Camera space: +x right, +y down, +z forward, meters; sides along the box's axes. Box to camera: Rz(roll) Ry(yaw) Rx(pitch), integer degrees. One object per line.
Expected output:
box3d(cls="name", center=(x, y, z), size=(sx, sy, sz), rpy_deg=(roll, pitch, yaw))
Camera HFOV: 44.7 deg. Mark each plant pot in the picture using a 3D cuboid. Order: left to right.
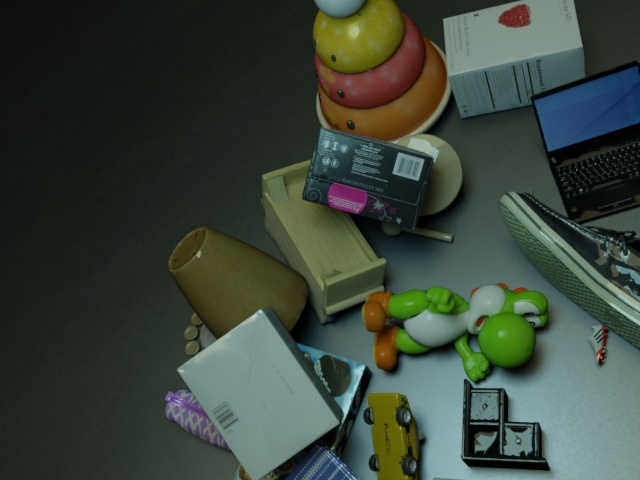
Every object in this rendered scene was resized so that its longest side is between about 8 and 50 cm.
box3d(cls="plant pot", center=(-0.198, 0.094, 1.678), size=(0.237, 0.254, 0.237), rpy_deg=(-32, 33, 24))

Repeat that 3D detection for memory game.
box3d(cls="memory game", center=(-0.239, 0.219, 1.836), size=(0.186, 0.012, 0.186), rpy_deg=(-9, 62, 18))

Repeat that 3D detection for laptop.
box3d(cls="laptop", center=(0.599, -0.204, 1.639), size=(0.234, 0.136, 0.265), rpy_deg=(-18, 59, 14))

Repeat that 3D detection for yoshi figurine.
box3d(cls="yoshi figurine", center=(0.273, 0.181, 1.554), size=(0.361, 0.203, 0.203), rpy_deg=(-8, 77, 16))

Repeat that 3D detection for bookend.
box3d(cls="bookend", center=(0.355, 0.352, 1.490), size=(0.157, 0.072, 0.156), rpy_deg=(-2, 63, 21))

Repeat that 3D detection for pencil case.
box3d(cls="pencil case", center=(-0.243, 0.394, 1.703), size=(0.206, 0.088, 0.086), rpy_deg=(15, 68, 29))

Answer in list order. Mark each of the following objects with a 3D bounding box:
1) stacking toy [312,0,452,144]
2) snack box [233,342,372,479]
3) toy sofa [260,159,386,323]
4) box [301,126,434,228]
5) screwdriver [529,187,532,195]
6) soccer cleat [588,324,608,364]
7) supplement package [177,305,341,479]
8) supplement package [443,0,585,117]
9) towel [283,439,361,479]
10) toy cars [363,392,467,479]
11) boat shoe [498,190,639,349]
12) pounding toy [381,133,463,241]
box3d(cls="stacking toy", center=(0.088, -0.459, 1.774), size=(0.350, 0.480, 0.351), rpy_deg=(-10, 61, 18))
box3d(cls="snack box", center=(-0.036, 0.391, 1.635), size=(0.187, 0.060, 0.322), rpy_deg=(13, 70, 27))
box3d(cls="toy sofa", center=(0.000, 0.000, 1.791), size=(0.150, 0.177, 0.363), rpy_deg=(-20, 55, -18))
box3d(cls="box", center=(0.101, -0.137, 1.669), size=(0.247, 0.142, 0.164), rpy_deg=(15, 97, 1))
box3d(cls="screwdriver", center=(0.465, -0.044, 1.678), size=(0.025, 0.024, 0.170), rpy_deg=(-24, 53, 44))
box3d(cls="soccer cleat", center=(0.540, 0.203, 1.519), size=(0.035, 0.029, 0.083), rpy_deg=(0, 61, 32))
box3d(cls="supplement package", center=(-0.115, 0.295, 1.530), size=(0.204, 0.145, 0.262), rpy_deg=(-35, 86, 2))
box3d(cls="supplement package", center=(0.447, -0.426, 1.792), size=(0.292, 0.175, 0.178), rpy_deg=(-9, 60, 17))
box3d(cls="towel", center=(0.043, 0.579, 1.475), size=(0.336, 0.040, 0.243), rpy_deg=(40, 98, 25))
box3d(cls="toy cars", center=(0.212, 0.456, 1.482), size=(0.394, 0.087, 0.177), rpy_deg=(50, 124, 32))
box3d(cls="boat shoe", center=(0.559, 0.053, 1.501), size=(0.156, 0.187, 0.500), rpy_deg=(-46, 63, -7))
box3d(cls="pounding toy", center=(0.235, -0.123, 1.784), size=(0.182, 0.110, 0.237), rpy_deg=(7, 96, 13))
